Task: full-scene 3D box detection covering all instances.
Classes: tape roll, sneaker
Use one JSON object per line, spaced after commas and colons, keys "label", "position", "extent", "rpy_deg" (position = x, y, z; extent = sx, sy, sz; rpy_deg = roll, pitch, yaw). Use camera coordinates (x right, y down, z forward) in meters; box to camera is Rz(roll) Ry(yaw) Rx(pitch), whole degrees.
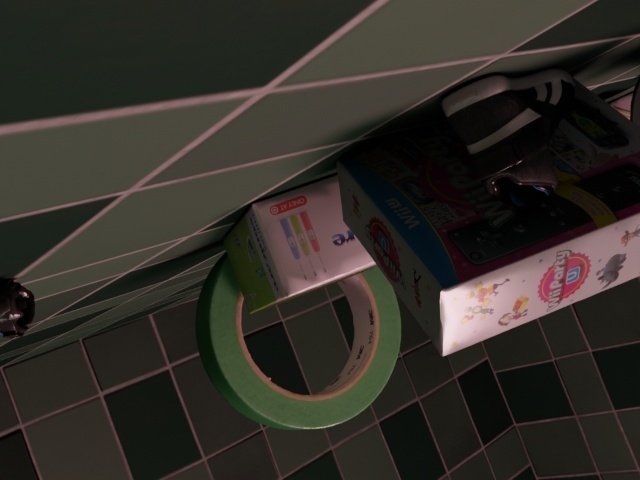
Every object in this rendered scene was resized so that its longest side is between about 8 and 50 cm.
{"label": "tape roll", "position": [-0.031, 0.130, 1.258], "extent": [0.321, 0.321, 0.077], "rpy_deg": [-20, 177, -27]}
{"label": "sneaker", "position": [0.198, -0.094, 0.781], "extent": [0.079, 0.121, 0.217], "rpy_deg": [-23, 177, 41]}
{"label": "sneaker", "position": [-0.328, 0.080, 0.812], "extent": [0.084, 0.058, 0.152], "rpy_deg": [-11, 167, -18]}

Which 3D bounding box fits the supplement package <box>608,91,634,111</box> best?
{"label": "supplement package", "position": [0.577, -0.196, 1.462], "extent": [0.139, 0.134, 0.244], "rpy_deg": [-18, 176, -42]}

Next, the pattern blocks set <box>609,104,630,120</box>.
{"label": "pattern blocks set", "position": [0.420, -0.168, 1.319], "extent": [0.285, 0.026, 0.325], "rpy_deg": [-2, 166, -40]}

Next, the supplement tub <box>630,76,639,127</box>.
{"label": "supplement tub", "position": [0.529, -0.166, 0.995], "extent": [0.207, 0.207, 0.338], "rpy_deg": [-24, 176, 39]}

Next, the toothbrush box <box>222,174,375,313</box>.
{"label": "toothbrush box", "position": [0.000, 0.000, 1.076], "extent": [0.206, 0.122, 0.283], "rpy_deg": [-20, 177, -16]}

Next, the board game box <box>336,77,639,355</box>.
{"label": "board game box", "position": [0.202, -0.037, 0.838], "extent": [0.303, 0.224, 0.097], "rpy_deg": [-21, 134, -14]}
